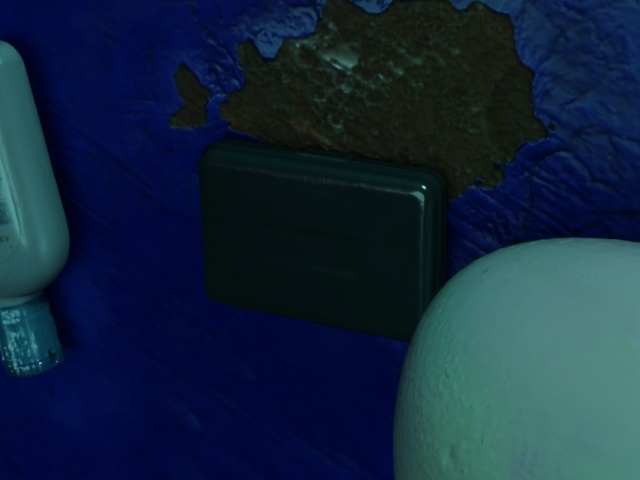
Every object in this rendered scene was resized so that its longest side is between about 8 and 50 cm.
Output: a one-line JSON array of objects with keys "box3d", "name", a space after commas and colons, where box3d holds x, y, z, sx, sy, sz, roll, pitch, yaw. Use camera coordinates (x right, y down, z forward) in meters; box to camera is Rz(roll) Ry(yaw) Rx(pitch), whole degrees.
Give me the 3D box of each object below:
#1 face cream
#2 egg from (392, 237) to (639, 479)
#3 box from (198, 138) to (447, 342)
[{"box3d": [-0.325, -0.026, 1.352, 0.163, 0.080, 0.336, -3, 110, 28], "name": "face cream"}, {"box3d": [0.211, 0.147, 0.999, 0.354, 0.354, 0.340, -51, 62, 34], "name": "egg"}, {"box3d": [0.000, 0.000, 1.207, 0.230, 0.050, 0.160, 10, 115, 24], "name": "box"}]
